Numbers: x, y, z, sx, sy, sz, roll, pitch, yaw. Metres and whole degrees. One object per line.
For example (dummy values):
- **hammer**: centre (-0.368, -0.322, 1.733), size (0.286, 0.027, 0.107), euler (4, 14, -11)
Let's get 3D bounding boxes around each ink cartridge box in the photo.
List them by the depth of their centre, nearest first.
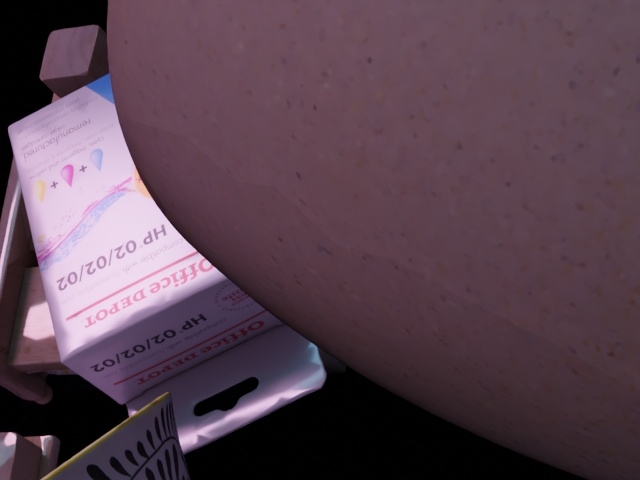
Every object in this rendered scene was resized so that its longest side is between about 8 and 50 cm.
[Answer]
- **ink cartridge box**: centre (-0.075, 0.004, 0.725), size (0.104, 0.061, 0.181), euler (-27, 56, 10)

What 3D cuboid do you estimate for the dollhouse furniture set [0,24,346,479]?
- **dollhouse furniture set**: centre (0.000, 0.000, 0.837), size (0.303, 0.174, 0.355), euler (-5, 62, 24)

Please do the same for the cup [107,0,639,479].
- **cup**: centre (0.131, -0.045, 0.491), size (0.331, 0.331, 0.237), euler (-35, 50, -8)

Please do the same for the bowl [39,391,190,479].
- **bowl**: centre (-0.106, 0.140, 0.603), size (0.170, 0.080, 0.170), euler (-37, -2, -2)
